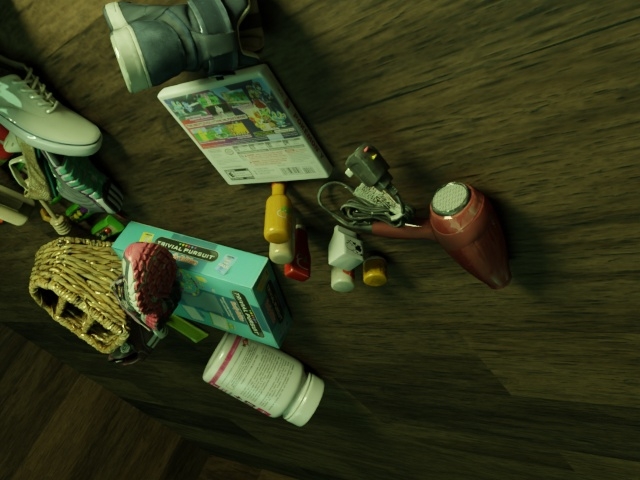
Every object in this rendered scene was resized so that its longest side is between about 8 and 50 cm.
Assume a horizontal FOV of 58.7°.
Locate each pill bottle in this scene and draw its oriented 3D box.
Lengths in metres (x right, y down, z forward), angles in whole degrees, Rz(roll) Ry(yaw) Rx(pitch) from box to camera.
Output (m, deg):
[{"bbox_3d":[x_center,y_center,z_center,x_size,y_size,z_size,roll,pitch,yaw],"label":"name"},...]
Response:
[{"bbox_3d":[-0.143,0.352,1.465,0.283,0.160,0.160,31,149,-8],"label":"pill bottle"}]

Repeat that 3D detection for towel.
[{"bbox_3d":[-0.435,0.220,1.622,0.237,0.021,0.102,35,149,-15],"label":"towel"}]

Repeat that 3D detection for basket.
[{"bbox_3d":[-0.566,0.138,1.329,0.214,0.222,0.299,9,161,-27],"label":"basket"}]

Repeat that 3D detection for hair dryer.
[{"bbox_3d":[0.146,-0.028,0.780,0.294,0.080,0.223,33,165,-2],"label":"hair dryer"}]

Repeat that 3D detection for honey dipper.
[{"bbox_3d":[-0.567,-0.071,1.176,0.031,0.030,0.160,15,147,19],"label":"honey dipper"}]

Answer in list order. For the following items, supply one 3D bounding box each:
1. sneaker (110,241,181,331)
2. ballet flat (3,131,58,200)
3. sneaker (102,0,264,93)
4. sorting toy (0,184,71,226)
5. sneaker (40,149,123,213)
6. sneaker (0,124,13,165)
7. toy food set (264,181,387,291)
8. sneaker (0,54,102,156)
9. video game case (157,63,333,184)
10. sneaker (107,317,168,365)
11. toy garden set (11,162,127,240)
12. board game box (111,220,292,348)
[{"bbox_3d":[-0.354,0.090,1.111,0.112,0.120,0.299,27,149,4],"label":"sneaker"},{"bbox_3d":[-0.526,-0.153,1.020,0.067,0.073,0.206,-8,130,-16],"label":"ballet flat"},{"bbox_3d":[-0.154,-0.237,0.648,0.226,0.164,0.086,-127,19,-51],"label":"sneaker"},{"bbox_3d":[-0.715,-0.084,1.220,0.348,0.047,0.196,27,-175,-25],"label":"sorting toy"},{"bbox_3d":[-0.462,-0.116,1.035,0.098,0.083,0.223,-10,141,15],"label":"sneaker"},{"bbox_3d":[-0.643,-0.169,1.085,0.107,0.118,0.279,37,148,-21],"label":"sneaker"},{"bbox_3d":[0.000,0.000,0.915,0.232,0.104,0.111,21,141,-27],"label":"toy food set"},{"bbox_3d":[-0.468,-0.223,0.899,0.258,0.094,0.091,27,135,-15],"label":"sneaker"},{"bbox_3d":[-0.105,-0.152,0.800,0.201,0.023,0.183,1,142,38],"label":"video game case"},{"bbox_3d":[-0.585,0.262,1.633,0.282,0.162,0.106,18,159,29],"label":"sneaker"},{"bbox_3d":[-0.524,-0.085,1.192,0.244,0.049,0.204,41,147,-24],"label":"toy garden set"},{"bbox_3d":[-0.247,0.098,1.234,0.336,0.079,0.253,14,147,20],"label":"board game box"}]
